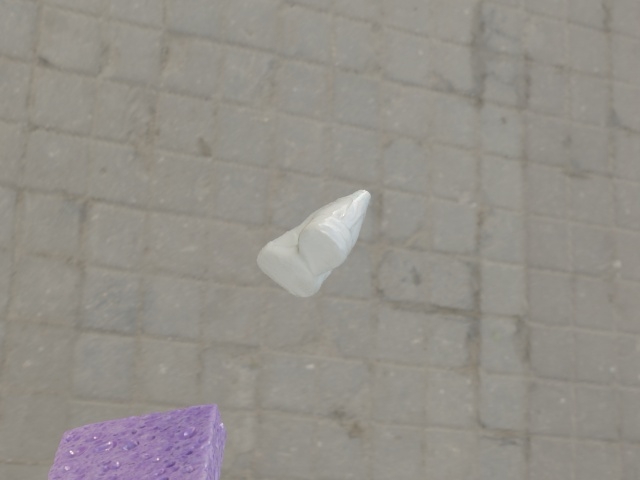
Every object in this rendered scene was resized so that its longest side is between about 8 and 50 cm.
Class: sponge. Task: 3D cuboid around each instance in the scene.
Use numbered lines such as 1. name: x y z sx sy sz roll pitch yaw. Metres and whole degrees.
1. sponge: -0.126 0.184 0.710 0.117 0.210 0.031 -10 118 6

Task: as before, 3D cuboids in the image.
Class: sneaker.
1. sneaker: 0.000 0.000 1.298 0.080 0.212 0.094 43 62 -9
